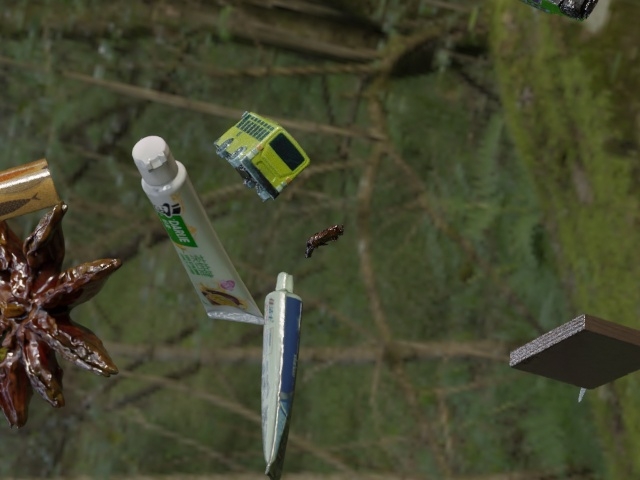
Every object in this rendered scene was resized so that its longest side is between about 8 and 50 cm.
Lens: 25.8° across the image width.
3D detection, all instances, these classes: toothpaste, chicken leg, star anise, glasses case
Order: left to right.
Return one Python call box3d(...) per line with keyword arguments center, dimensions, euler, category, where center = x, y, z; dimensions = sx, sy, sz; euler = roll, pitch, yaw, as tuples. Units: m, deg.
box3d(center=(-0.352, -0.040, 1.404), dimensions=(0.064, 0.170, 0.041), euler=(-126, 21, -60), category="glasses case")
box3d(center=(-0.339, 0.088, 1.621), dimensions=(0.088, 0.288, 0.288), euler=(-3, -71, -63), category="star anise")
box3d(center=(-0.143, -0.001, 1.606), dimensions=(0.058, 0.056, 0.314), euler=(53, 170, 43), category="toothpaste")
box3d(center=(-0.051, 0.163, 1.701), dimensions=(0.069, 0.047, 0.268), euler=(139, 140, -57), category="toothpaste")
box3d(center=(0.000, -0.001, 2.121), dimensions=(0.083, 0.036, 0.021), euler=(-35, 60, 22), category="chicken leg")

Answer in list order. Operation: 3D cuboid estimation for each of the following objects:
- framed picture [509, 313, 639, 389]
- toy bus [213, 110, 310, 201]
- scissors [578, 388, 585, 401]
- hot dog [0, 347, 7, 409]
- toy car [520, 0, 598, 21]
box3d(center=(0.334, 0.141, 1.747), dimensions=(0.168, 0.128, 0.023), euler=(140, 142, -58), category="framed picture")
box3d(center=(-0.089, -0.131, 2.098), dimensions=(0.101, 0.088, 0.175), euler=(-44, 22, -4), category="toy bus")
box3d(center=(0.362, 0.190, 1.905), dimensions=(0.036, 0.006, 0.083), euler=(40, 136, 32), category="scissors")
box3d(center=(-0.467, 0.202, 1.787), dimensions=(0.261, 0.123, 0.093), euler=(-50, 32, 33), category="hot dog")
box3d(center=(0.270, -0.327, 1.746), dimensions=(0.071, 0.165, 0.062), euler=(-62, -10, -11), category="toy car")
